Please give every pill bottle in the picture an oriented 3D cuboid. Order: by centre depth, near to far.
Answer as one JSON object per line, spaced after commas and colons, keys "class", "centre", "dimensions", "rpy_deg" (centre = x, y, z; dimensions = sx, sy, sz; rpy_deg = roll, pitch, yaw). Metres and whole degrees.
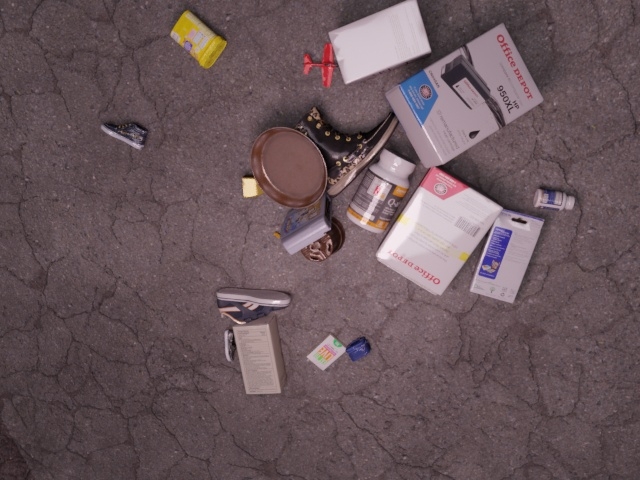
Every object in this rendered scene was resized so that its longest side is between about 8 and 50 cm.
{"class": "pill bottle", "centre": [0.808, -0.139, 1.771], "dimensions": [0.120, 0.067, 0.066], "rpy_deg": [10, 106, 9]}
{"class": "pill bottle", "centre": [0.219, -0.179, 1.830], "dimensions": [0.162, 0.162, 0.278], "rpy_deg": [29, 108, 3]}

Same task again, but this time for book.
{"class": "book", "centre": [0.027, 0.458, 2.109], "dimensions": [0.096, 0.035, 0.144], "rpy_deg": [43, 107, -6]}

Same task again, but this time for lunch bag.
{"class": "lunch bag", "centre": [0.151, 0.431, 2.054], "dimensions": [0.099, 0.067, 0.065], "rpy_deg": [-34, 96, 16]}

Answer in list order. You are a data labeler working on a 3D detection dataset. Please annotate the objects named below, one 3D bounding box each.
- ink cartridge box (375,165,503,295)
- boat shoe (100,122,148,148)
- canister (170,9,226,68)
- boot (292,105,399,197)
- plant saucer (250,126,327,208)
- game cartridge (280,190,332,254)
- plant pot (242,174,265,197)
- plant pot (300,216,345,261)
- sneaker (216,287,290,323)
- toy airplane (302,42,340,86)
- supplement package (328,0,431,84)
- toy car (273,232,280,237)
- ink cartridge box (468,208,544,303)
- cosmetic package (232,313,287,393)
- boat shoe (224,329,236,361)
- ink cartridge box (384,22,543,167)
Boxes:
{"class": "ink cartridge box", "centre": [0.413, -0.042, 1.827], "dimensions": [0.279, 0.160, 0.384], "rpy_deg": [32, 108, 2]}
{"class": "boat shoe", "centre": [-0.767, -0.437, 2.015], "dimensions": [0.184, 0.065, 0.083], "rpy_deg": [27, 106, -3]}
{"class": "canister", "centre": [-0.446, -0.733, 1.863], "dimensions": [0.170, 0.073, 0.126], "rpy_deg": [42, 108, 0]}
{"class": "boot", "centre": [0.071, -0.371, 1.827], "dimensions": [0.284, 0.138, 0.377], "rpy_deg": [42, 115, -2]}
{"class": "plant saucer", "centre": [-0.108, -0.264, 1.844], "dimensions": [0.311, 0.050, 0.310], "rpy_deg": [14, 124, 22]}
{"class": "game cartridge", "centre": [-0.051, -0.069, 1.843], "dimensions": [0.198, 0.297, 0.062], "rpy_deg": [-27, 114, 15]}
{"class": "plant pot", "centre": [-0.251, -0.209, 1.962], "dimensions": [0.084, 0.081, 0.081], "rpy_deg": [-3, 104, 0]}
{"class": "plant pot", "centre": [0.000, 0.000, 1.920], "dimensions": [0.167, 0.165, 0.166], "rpy_deg": [3, 106, 10]}
{"class": "sneaker", "centre": [-0.267, 0.267, 2.068], "dimensions": [0.322, 0.126, 0.127], "rpy_deg": [3, 101, 22]}
{"class": "toy airplane", "centre": [0.001, -0.628, 1.824], "dimensions": [0.151, 0.028, 0.151], "rpy_deg": [2, 103, 10]}
{"class": "supplement package", "centre": [0.201, -0.652, 1.700], "dimensions": [0.293, 0.175, 0.177], "rpy_deg": [-16, 102, 15]}
{"class": "toy car", "centre": [-0.121, -0.043, 2.010], "dimensions": [0.122, 0.060, 0.040], "rpy_deg": [-9, 148, 30]}
{"class": "ink cartridge box", "centre": [0.669, 0.051, 1.853], "dimensions": [0.166, 0.065, 0.332], "rpy_deg": [17, 109, 7]}
{"class": "cosmetic package", "centre": [-0.248, 0.473, 2.123], "dimensions": [0.161, 0.113, 0.309], "rpy_deg": [-5, 103, 12]}
{"class": "boat shoe", "centre": [-0.380, 0.448, 2.176], "dimensions": [0.040, 0.049, 0.141], "rpy_deg": [-1, 102, 11]}
{"class": "ink cartridge box", "centre": [0.456, -0.457, 1.637], "dimensions": [0.395, 0.166, 0.285], "rpy_deg": [-32, 98, -6]}
